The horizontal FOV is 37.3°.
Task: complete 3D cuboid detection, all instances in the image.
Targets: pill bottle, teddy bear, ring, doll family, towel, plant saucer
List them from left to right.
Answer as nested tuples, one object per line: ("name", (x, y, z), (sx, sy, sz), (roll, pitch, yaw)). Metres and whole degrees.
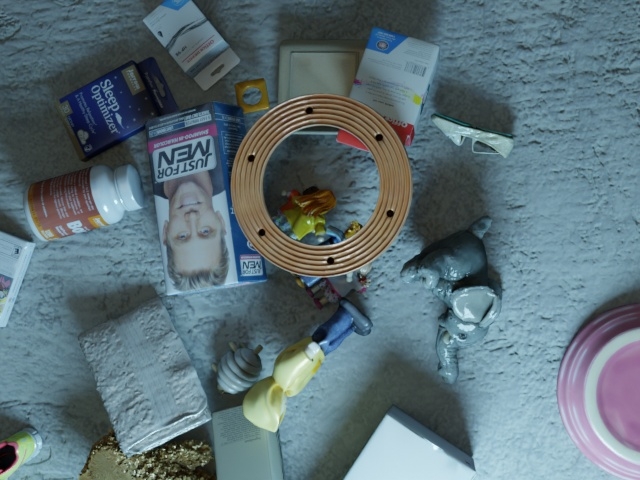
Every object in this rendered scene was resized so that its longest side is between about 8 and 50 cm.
("pill bottle", (-0.465, -0.080, 1.880), (0.216, 0.121, 0.121), (-15, 84, 8))
("towel", (-0.340, 0.258, 1.822), (0.187, 0.049, 0.282), (-25, 65, -11))
("teddy bear", (-0.295, 0.488, 1.838), (0.338, 0.113, 0.245), (13, 95, 1))
("doll family", (0.000, 0.000, 1.808), (0.163, 0.118, 0.263), (-37, 82, 4))
("ring", (0.001, -0.100, 1.734), (0.336, 0.032, 0.337), (0, 90, 11))
("plant saucer", (0.601, 0.279, 1.721), (0.332, 0.084, 0.332), (0, 87, 8))

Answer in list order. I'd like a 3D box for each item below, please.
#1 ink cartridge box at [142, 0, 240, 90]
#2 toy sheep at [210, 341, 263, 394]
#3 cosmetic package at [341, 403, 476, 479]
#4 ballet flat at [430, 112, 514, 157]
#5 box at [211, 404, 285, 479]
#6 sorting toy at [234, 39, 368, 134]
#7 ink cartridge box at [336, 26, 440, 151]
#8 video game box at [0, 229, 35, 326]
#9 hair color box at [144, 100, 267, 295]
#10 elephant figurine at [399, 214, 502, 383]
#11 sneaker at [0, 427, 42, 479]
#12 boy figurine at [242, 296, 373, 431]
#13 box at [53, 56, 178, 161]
("ink cartridge box", (-0.257, -0.402, 1.901), (0.104, 0.060, 0.180), (-40, 82, 4))
("toy sheep", (-0.157, 0.247, 1.833), (0.091, 0.091, 0.132), (42, 111, 9))
("cosmetic package", (0.108, 0.509, 1.741), (0.197, 0.155, 0.366), (35, 91, 8))
("ballet flat", (0.286, -0.198, 1.813), (0.168, 0.057, 0.052), (18, 99, 9))
("box", (-0.126, 0.443, 1.747), (0.113, 0.094, 0.275), (-15, 53, 9))
("sorting toy", (0.006, -0.299, 1.864), (0.347, 0.047, 0.196), (2, 82, 6))
("ink cartridge box", (0.127, -0.267, 1.781), (0.134, 0.078, 0.231), (19, 84, 9))
("video game box", (-0.710, 0.057, 1.944), (0.205, 0.048, 0.187), (20, 88, 9))
("hair color box", (-0.223, -0.077, 1.828), (0.173, 0.105, 0.347), (-12, 85, 29))
("elephant figurine", (0.270, 0.114, 1.762), (0.169, 0.186, 0.239), (-35, 93, -38))
("sneaker", (-0.655, 0.454, 1.887), (0.081, 0.094, 0.208), (45, 95, 7))
("boy figurine", (-0.028, 0.230, 1.756), (0.092, 0.177, 0.285), (41, 72, 11))
("box", (-0.415, -0.272, 1.929), (0.225, 0.036, 0.136), (-27, 83, 4))
